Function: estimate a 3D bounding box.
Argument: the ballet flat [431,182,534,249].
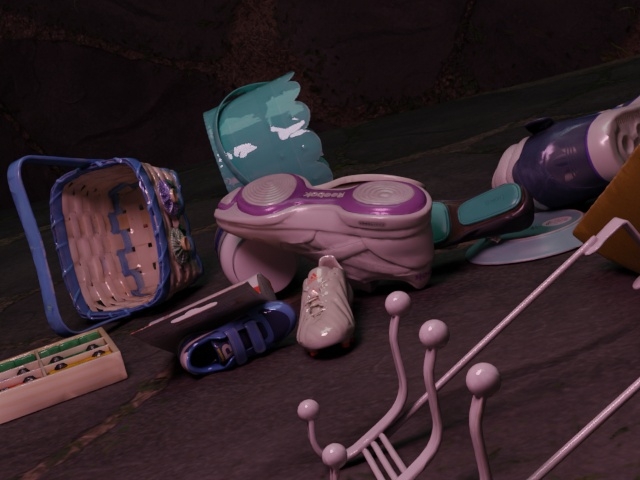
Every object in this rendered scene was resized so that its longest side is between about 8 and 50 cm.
[{"bbox_3d":[0.175,-0.018,1.390,0.203,0.074,0.074,-15,10,28],"label":"ballet flat"}]

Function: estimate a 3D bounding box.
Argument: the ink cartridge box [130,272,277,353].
[{"bbox_3d":[-0.134,0.077,1.272,0.145,0.045,0.179,-24,-17,3],"label":"ink cartridge box"}]

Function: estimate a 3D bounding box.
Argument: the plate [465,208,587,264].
[{"bbox_3d":[0.274,-0.010,1.413,0.188,0.024,0.188,-16,10,3],"label":"plate"}]

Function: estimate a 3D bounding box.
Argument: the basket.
[{"bbox_3d":[-0.315,-0.006,1.613,0.201,0.255,0.289,-16,-1,35],"label":"basket"}]

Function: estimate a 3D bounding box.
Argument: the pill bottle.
[{"bbox_3d":[-0.087,0.017,1.545,0.112,0.112,0.186,-17,12,-7],"label":"pill bottle"}]

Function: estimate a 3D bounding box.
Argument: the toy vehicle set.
[{"bbox_3d":[-0.376,0.178,1.345,0.266,0.035,0.166,-19,11,-17],"label":"toy vehicle set"}]

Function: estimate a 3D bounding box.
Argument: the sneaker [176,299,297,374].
[{"bbox_3d":[-0.092,0.113,1.241,0.144,0.053,0.059,-24,11,0],"label":"sneaker"}]

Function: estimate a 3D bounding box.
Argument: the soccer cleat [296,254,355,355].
[{"bbox_3d":[0.004,0.071,1.244,0.068,0.076,0.196,-14,11,7],"label":"soccer cleat"}]

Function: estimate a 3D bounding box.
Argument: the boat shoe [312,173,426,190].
[{"bbox_3d":[0.026,-0.041,1.734,0.304,0.091,0.109,-6,-23,32],"label":"boat shoe"}]

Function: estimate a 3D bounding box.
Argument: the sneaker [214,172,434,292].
[{"bbox_3d":[0.000,0.000,1.376,0.305,0.152,0.114,7,37,31],"label":"sneaker"}]

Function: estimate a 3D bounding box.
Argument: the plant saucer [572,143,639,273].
[{"bbox_3d":[0.434,-0.055,1.044,0.332,0.081,0.333,-15,-14,-2],"label":"plant saucer"}]

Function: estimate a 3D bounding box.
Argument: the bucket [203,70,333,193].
[{"bbox_3d":[-0.086,-0.152,2.004,0.183,0.281,0.281,-21,11,1],"label":"bucket"}]

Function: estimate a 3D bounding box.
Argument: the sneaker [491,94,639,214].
[{"bbox_3d":[0.379,-0.116,1.527,0.322,0.130,0.236,-14,-2,-43],"label":"sneaker"}]

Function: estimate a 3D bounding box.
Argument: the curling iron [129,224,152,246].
[{"bbox_3d":[-0.357,0.020,2.064,0.035,0.068,0.274,-9,18,24],"label":"curling iron"}]

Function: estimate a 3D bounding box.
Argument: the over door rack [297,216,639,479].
[{"bbox_3d":[0.138,0.079,0.784,0.324,0.108,0.239,-31,13,-3],"label":"over door rack"}]
